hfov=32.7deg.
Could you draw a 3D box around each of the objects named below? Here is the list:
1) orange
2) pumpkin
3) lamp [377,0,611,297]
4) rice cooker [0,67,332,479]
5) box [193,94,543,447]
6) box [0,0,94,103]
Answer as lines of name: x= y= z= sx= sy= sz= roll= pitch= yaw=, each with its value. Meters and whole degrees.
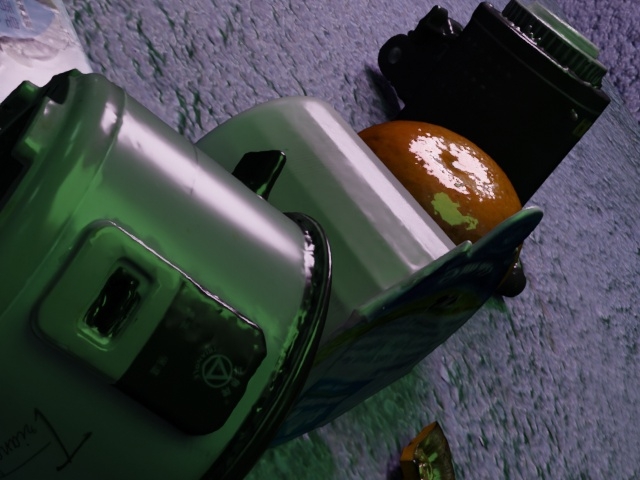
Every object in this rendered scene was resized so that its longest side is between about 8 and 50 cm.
orange: x=0.098 y=-0.020 z=1.119 sx=0.224 sy=0.170 sz=0.224 roll=25 pitch=34 yaw=-18
pumpkin: x=0.097 y=0.218 z=1.004 sx=0.073 sy=0.035 sz=0.101 roll=67 pitch=24 yaw=-3
lamp: x=0.231 y=-0.157 z=1.365 sx=0.205 sy=0.272 sz=0.374 roll=13 pitch=49 yaw=-50
rice cooker: x=-0.122 y=0.047 z=0.625 sx=0.227 sy=0.241 sz=0.280 roll=39 pitch=71 yaw=-24
box: x=0.000 y=0.000 z=0.849 sx=0.206 sy=0.291 sz=0.262 roll=53 pitch=29 yaw=18
box: x=-0.251 y=-0.141 z=0.794 sx=0.142 sy=0.083 sz=0.232 roll=4 pitch=55 yaw=-59
